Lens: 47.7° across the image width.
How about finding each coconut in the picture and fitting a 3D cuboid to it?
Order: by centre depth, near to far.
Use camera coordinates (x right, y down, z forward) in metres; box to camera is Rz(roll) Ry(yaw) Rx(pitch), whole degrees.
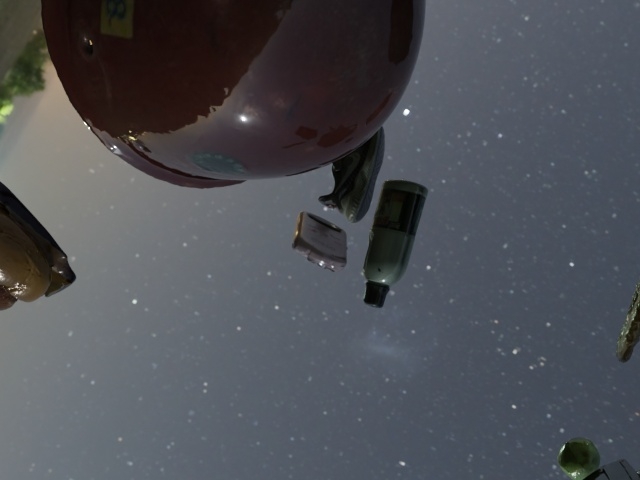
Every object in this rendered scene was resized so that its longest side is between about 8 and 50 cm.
[{"bbox_3d":[0.541,0.456,1.516,0.088,0.096,0.088,-35,-160,15],"label":"coconut"}]

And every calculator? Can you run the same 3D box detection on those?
[{"bbox_3d":[0.000,0.000,1.268,0.032,0.100,0.175,-60,-170,21],"label":"calculator"}]

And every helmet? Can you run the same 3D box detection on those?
[{"bbox_3d":[-0.029,-0.212,0.629,0.230,0.338,0.384,23,-82,46],"label":"helmet"}]

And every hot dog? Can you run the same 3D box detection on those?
[{"bbox_3d":[-0.499,-0.004,1.014,0.194,0.326,0.107,-17,-145,41],"label":"hot dog"}]

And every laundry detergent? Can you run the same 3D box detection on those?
[{"bbox_3d":[0.121,0.008,1.270,0.099,0.070,0.225,10,-98,51],"label":"laundry detergent"}]

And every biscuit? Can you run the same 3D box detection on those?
[{"bbox_3d":[0.496,0.087,1.114,0.033,0.220,0.219,19,-103,22],"label":"biscuit"}]

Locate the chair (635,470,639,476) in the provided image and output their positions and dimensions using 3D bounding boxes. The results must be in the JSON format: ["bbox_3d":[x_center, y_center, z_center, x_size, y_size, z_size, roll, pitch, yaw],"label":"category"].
[{"bbox_3d":[0.620,0.571,1.269,0.203,0.190,0.274,-16,-135,43],"label":"chair"}]

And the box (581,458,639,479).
[{"bbox_3d":[0.422,0.483,1.094,0.253,0.329,0.177,-39,-108,9],"label":"box"}]

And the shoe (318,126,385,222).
[{"bbox_3d":[0.069,-0.154,1.579,0.099,0.112,0.227,15,89,-74],"label":"shoe"}]
